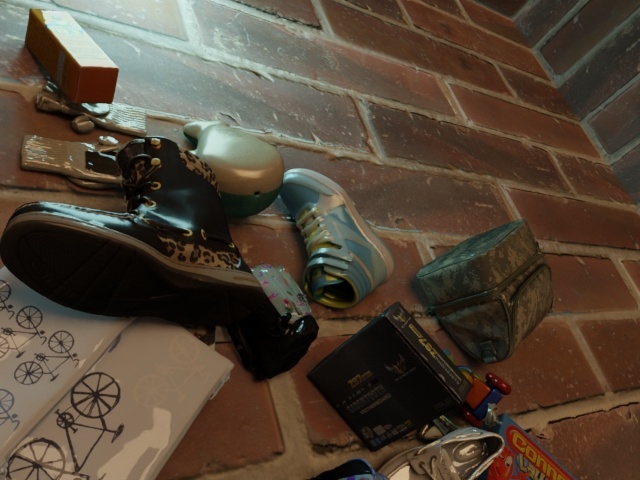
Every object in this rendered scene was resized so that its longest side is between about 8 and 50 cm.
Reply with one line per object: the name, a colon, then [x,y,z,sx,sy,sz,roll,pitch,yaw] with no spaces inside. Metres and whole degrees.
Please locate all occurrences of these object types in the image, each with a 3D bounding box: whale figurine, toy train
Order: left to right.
whale figurine: [-0.187,-0.147,1.139,0.216,0.141,0.272,-12,41,-32]
toy train: [0.280,0.278,1.092,0.143,0.105,0.248,40,1,13]

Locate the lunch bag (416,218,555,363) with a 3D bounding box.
lunch bag: [0.412,0.120,1.330,0.305,0.213,0.256,-26,92,-46]

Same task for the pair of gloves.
pair of gloves: [-0.422,-0.199,1.040,0.204,0.042,0.240,17,47,-27]

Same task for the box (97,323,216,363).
box: [-0.281,0.156,0.845,0.244,0.060,0.100,16,48,-28]

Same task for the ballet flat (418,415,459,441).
ballet flat: [0.194,0.340,1.082,0.188,0.070,0.070,43,41,2]

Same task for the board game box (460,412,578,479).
board game box: [0.389,0.539,1.045,0.308,0.086,0.302,42,42,-2]

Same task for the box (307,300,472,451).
box: [0.109,0.236,0.959,0.183,0.233,0.059,49,38,6]

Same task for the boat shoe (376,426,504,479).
boat shoe: [0.199,0.392,0.969,0.277,0.096,0.098,-21,75,-27]

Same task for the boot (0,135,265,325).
boot: [-0.265,-0.035,0.831,0.377,0.138,0.284,19,38,-42]

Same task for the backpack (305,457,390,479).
backpack: [0.057,0.405,0.824,0.117,0.173,0.158,23,44,-22]

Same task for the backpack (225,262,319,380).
backpack: [-0.089,0.126,0.977,0.115,0.152,0.182,-3,47,-46]

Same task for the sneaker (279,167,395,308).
sneaker: [0.000,0.000,1.150,0.319,0.127,0.208,45,40,3]

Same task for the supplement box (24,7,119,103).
supplement box: [-0.466,-0.345,1.054,0.078,0.080,0.233,-14,48,-45]

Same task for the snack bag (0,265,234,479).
snack bag: [-0.314,0.177,0.729,0.342,0.037,0.323,40,42,-6]
